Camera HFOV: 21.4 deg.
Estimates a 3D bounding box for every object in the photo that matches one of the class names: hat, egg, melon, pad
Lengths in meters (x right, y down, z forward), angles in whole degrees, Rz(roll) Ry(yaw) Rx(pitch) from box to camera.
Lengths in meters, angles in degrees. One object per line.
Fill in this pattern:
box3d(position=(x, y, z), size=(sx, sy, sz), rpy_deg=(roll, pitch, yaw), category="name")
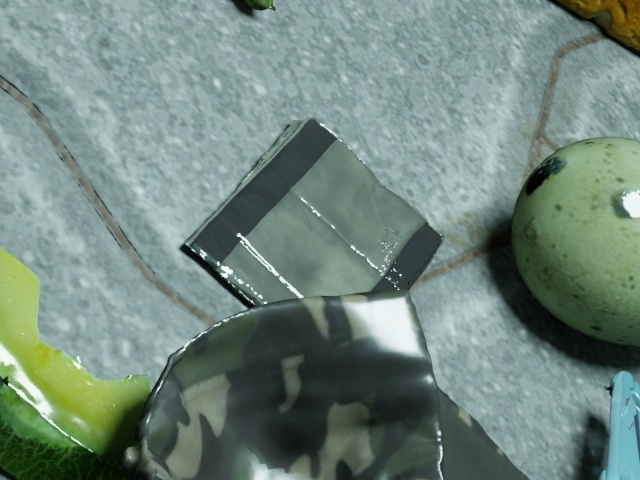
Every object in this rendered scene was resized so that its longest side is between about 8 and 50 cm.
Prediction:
box3d(position=(0.040, 0.255, 1.145), size=(0.366, 0.257, 0.382), rpy_deg=(-79, 156, -52), category="hat")
box3d(position=(0.275, 0.009, 1.533), size=(0.228, 0.177, 0.177), rpy_deg=(42, 37, -25), category="egg")
box3d(position=(-0.194, 0.091, 1.144), size=(0.209, 0.064, 0.118), rpy_deg=(40, 34, -9), category="melon")
box3d(position=(0.000, 0.000, 1.422), size=(0.174, 0.022, 0.233), rpy_deg=(43, 40, -2), category="pad")

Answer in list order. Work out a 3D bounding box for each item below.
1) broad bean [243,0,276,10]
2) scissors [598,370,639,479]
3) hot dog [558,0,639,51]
box3d(position=(-0.086, -0.313, 1.605), size=(0.065, 0.046, 0.254), rpy_deg=(-5, 58, -35), category="broad bean")
box3d(position=(0.245, 0.216, 1.314), size=(0.180, 0.032, 0.393), rpy_deg=(47, 25, -15), category="scissors")
box3d(position=(0.355, -0.358, 1.891), size=(0.405, 0.223, 0.185), rpy_deg=(28, 44, -18), category="hot dog")
